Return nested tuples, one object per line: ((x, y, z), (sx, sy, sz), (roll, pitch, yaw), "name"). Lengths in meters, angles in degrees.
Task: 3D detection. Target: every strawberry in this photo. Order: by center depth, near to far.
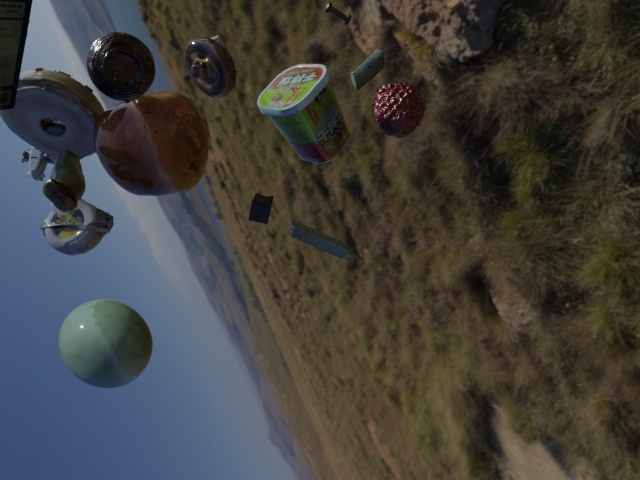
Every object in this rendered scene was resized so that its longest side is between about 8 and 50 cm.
((0.292, -0.485, 1.822), (0.234, 0.178, 0.234), (17, 150, 10), "strawberry")

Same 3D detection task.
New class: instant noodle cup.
((-0.043, -0.478, 1.792), (0.294, 0.294, 0.308), (48, 175, 47), "instant noodle cup")

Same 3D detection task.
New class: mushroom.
((-0.218, -0.345, 0.917), (0.126, 0.085, 0.109), (47, 174, 6), "mushroom")
((-0.777, -0.191, 1.419), (0.107, 0.087, 0.333), (65, 172, -33), "mushroom")

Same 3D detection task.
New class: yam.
((0.161, -0.584, 1.574), (0.070, 0.146, 0.070), (49, -173, -8), "yam")

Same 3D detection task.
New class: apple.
((-0.581, -0.330, 1.617), (0.391, 0.391, 0.346), (36, 144, 61), "apple")

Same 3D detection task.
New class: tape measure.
((-0.827, -0.050, 1.551), (0.236, 0.197, 0.120), (28, 165, 14), "tape measure")

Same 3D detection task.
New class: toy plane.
((-1.253, -0.352, 2.052), (0.174, 0.174, 0.080), (62, -179, 5), "toy plane")

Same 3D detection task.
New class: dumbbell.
((0.072, -0.939, 1.903), (0.046, 0.118, 0.052), (-57, 25, 25), "dumbbell")

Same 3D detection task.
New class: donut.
((-0.979, -0.468, 1.715), (0.382, 0.383, 0.142), (83, -172, -54), "donut")

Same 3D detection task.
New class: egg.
((-0.732, 0.348, 1.575), (0.389, 0.276, 0.276), (21, 139, 43), "egg")

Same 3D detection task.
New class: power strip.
((0.000, 0.000, 1.851), (0.272, 0.052, 0.078), (24, -161, -9), "power strip")

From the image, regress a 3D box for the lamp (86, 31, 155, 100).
((-0.737, -0.643, 1.710), (0.247, 0.247, 0.247), (57, 165, 25), "lamp")

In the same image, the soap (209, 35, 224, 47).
((-0.414, -0.739, 1.877), (0.183, 0.064, 0.121), (-116, 13, -88), "soap")

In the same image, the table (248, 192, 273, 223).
((-0.209, -0.119, 1.636), (0.082, 0.070, 0.083), (-88, 12, -61), "table")

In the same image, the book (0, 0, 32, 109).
((-0.977, -0.559, 1.326), (0.039, 0.428, 0.300), (30, -154, 0), "book")
